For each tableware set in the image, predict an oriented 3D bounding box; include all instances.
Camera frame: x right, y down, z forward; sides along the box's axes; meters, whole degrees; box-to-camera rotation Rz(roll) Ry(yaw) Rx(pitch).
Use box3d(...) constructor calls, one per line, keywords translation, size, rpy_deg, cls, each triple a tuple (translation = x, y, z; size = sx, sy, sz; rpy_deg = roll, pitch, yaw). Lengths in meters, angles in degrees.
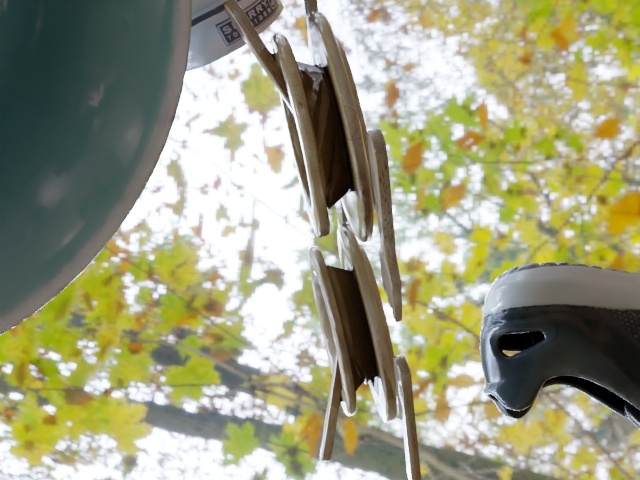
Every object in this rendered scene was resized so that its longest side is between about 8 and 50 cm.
box3d(translation=(0.000, 0.000, 0.431), size=(0.039, 0.128, 0.194), rpy_deg=(-13, -47, -4), cls="tableware set")

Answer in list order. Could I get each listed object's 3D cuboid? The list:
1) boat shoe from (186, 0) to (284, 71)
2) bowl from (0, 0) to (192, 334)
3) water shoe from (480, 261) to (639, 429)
box3d(translation=(-0.118, -0.149, 0.629), size=(0.095, 0.258, 0.084), rpy_deg=(-45, -61, -28), cls="boat shoe")
box3d(translation=(-0.224, -0.107, 0.453), size=(0.311, 0.163, 0.311), rpy_deg=(-5, -74, -20), cls="bowl")
box3d(translation=(0.178, 0.061, 0.515), size=(0.073, 0.203, 0.080), rpy_deg=(59, -143, -71), cls="water shoe")
